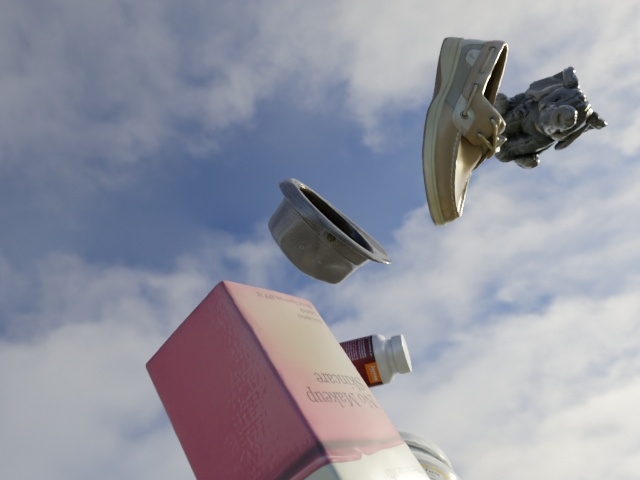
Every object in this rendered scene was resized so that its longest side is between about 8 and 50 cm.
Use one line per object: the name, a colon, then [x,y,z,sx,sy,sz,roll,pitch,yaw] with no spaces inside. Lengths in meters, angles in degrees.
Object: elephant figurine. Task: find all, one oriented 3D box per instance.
elephant figurine: [0.425,-0.223,1.130,0.169,0.239,0.186,23,-107,-20]

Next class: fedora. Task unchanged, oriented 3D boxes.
fedora: [0.000,0.000,1.268,0.275,0.244,0.124,36,-79,-24]

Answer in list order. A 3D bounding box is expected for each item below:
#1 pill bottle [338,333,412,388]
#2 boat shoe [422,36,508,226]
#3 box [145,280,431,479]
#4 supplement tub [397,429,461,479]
pill bottle: [0.070,0.205,1.051,0.152,0.086,0.086,-16,-43,10]
boat shoe: [0.203,-0.158,0.864,0.098,0.302,0.109,3,-28,20]
box: [-0.033,0.169,0.580,0.127,0.232,0.148,-47,-33,15]
supplement tub: [0.115,0.462,0.915,0.241,0.331,0.241,1,-70,3]
